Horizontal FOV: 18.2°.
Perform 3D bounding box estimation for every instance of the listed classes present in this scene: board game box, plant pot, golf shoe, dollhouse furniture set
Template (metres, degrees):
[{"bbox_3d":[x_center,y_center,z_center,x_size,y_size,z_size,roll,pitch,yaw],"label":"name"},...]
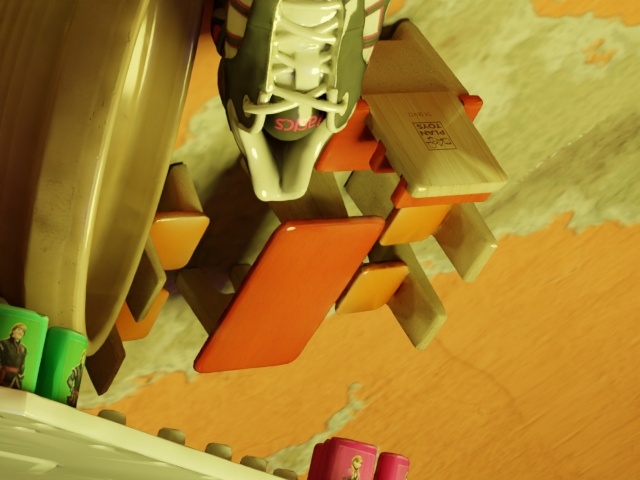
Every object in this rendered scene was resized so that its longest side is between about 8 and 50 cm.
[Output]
[{"bbox_3d":[-0.197,0.091,1.075,0.390,0.050,0.390,2,165,31],"label":"board game box"},{"bbox_3d":[-0.136,-0.068,0.993,0.110,0.237,0.237,13,144,3],"label":"plant pot"},{"bbox_3d":[-0.001,-0.118,1.003,0.105,0.120,0.273,1,158,-4],"label":"golf shoe"},{"bbox_3d":[0.000,0.000,1.236,0.262,0.135,0.259,-5,143,-34],"label":"dollhouse furniture set"}]
